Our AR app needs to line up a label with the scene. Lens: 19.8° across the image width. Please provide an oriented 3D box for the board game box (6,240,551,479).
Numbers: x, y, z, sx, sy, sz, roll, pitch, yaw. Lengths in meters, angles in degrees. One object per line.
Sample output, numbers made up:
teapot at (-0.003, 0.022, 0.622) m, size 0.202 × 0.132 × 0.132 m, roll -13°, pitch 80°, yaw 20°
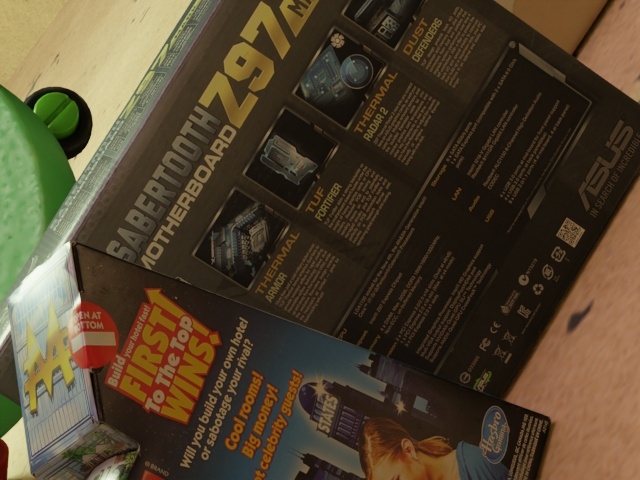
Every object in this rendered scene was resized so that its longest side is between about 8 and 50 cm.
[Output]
board game box at (-0.033, 0.098, 0.616) m, size 0.060 × 0.194 × 0.194 m, roll -37°, pitch 25°, yaw 50°

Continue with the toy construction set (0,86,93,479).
toy construction set at (-0.266, 0.054, 1.456) m, size 0.237 × 0.257 × 0.309 m, roll 115°, pitch 157°, yaw -67°

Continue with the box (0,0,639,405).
box at (0.000, 0.000, 0.727) m, size 0.233 × 0.183 × 0.059 m, roll -59°, pitch 16°, yaw -5°

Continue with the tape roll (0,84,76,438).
tape roll at (-0.325, 0.015, 1.290) m, size 0.321 × 0.321 × 0.077 m, roll -58°, pitch -21°, yaw -4°

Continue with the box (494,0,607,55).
box at (0.036, -0.097, 0.917) m, size 0.311 × 0.121 × 0.148 m, roll -56°, pitch 16°, yaw 3°
